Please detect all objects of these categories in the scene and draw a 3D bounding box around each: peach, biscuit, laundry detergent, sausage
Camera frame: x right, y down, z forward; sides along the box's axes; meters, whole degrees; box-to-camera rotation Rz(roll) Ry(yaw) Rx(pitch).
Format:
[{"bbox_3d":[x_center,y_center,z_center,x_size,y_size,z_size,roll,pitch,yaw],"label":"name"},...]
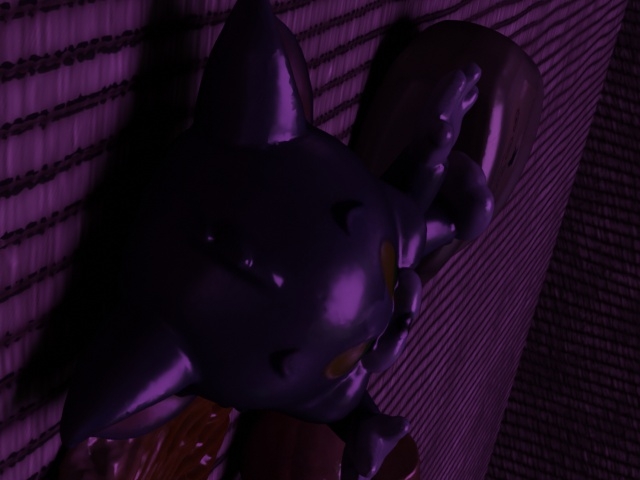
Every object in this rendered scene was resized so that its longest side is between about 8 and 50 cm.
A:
[{"bbox_3d":[-0.010,0.128,1.088,0.083,0.083,0.083,18,90,-79],"label":"peach"},{"bbox_3d":[-0.079,0.104,0.830,0.176,0.031,0.229,99,15,-45],"label":"biscuit"},{"bbox_3d":[0.089,-0.060,1.233,0.253,0.091,0.181,-29,138,-74],"label":"laundry detergent"},{"bbox_3d":[0.057,0.265,1.669,0.301,0.065,0.066,95,17,-55],"label":"sausage"}]

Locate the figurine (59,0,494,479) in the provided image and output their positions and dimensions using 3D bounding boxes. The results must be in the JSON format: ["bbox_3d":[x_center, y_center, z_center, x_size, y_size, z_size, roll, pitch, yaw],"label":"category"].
[{"bbox_3d":[-0.003,-0.002,0.781,0.265,0.140,0.193,-62,178,-82],"label":"figurine"}]
